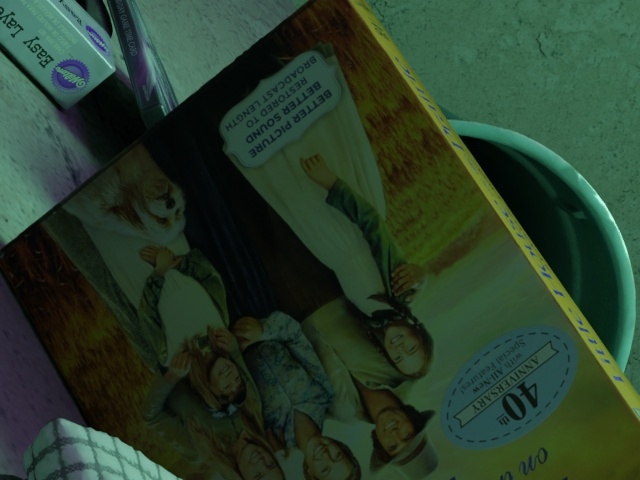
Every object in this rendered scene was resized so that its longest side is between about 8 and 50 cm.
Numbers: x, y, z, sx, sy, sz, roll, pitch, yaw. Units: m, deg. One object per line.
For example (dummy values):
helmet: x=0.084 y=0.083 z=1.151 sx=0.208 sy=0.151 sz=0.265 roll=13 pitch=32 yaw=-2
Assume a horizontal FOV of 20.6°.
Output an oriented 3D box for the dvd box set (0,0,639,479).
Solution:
dvd box set: x=0.010 y=0.091 z=1.113 sx=0.420 sy=0.308 sz=0.062 roll=58 pitch=15 yaw=18

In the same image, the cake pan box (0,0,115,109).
cake pan box: x=-0.293 y=-0.266 z=1.576 sx=0.267 sy=0.070 sz=0.245 roll=47 pitch=15 yaw=-31

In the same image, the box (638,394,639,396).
box: x=0.332 y=0.350 z=1.886 sx=0.168 sy=0.215 sz=0.345 roll=47 pitch=13 yaw=-31

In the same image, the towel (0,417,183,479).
towel: x=-0.053 y=0.245 z=0.879 sx=0.284 sy=0.121 sz=0.235 roll=41 pitch=15 yaw=-43

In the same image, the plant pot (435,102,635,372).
plant pot: x=0.061 y=0.017 z=1.546 sx=0.341 sy=0.341 sz=0.334 roll=49 pitch=6 yaw=-20

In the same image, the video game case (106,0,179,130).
video game case: x=-0.152 y=-0.128 z=1.672 sx=0.274 sy=0.026 sz=0.196 roll=-110 pitch=180 yaw=-49
